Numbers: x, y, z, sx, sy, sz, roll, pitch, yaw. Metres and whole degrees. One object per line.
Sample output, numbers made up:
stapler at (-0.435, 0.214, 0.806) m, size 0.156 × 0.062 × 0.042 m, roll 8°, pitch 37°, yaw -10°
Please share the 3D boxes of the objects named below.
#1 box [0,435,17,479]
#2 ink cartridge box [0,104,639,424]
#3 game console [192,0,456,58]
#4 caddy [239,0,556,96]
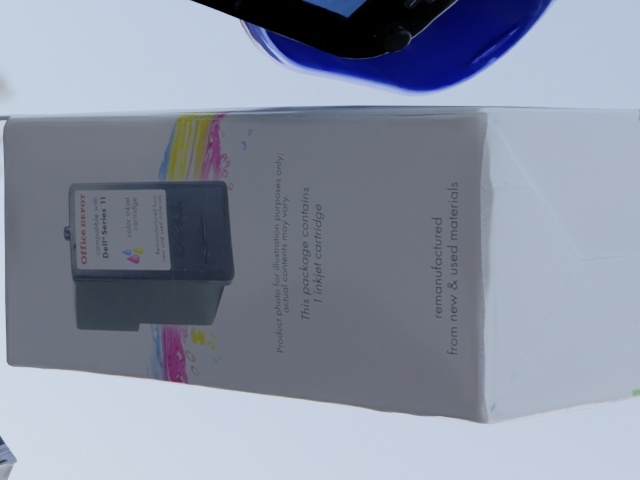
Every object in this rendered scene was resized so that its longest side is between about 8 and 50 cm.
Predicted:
box at (-0.304, 0.140, 1.143) m, size 0.242 × 0.076 × 0.307 m, roll 50°, pitch -45°, yaw 24°
ink cartridge box at (0.000, 0.000, 0.880) m, size 0.353 × 0.207 × 0.119 m, roll 3°, pitch -85°, yaw 44°
game console at (-0.043, -0.144, 0.688) m, size 0.213 × 0.361 × 0.044 m, roll -31°, pitch -117°, yaw 30°
caddy at (0.050, -0.213, 1.144) m, size 0.179 × 0.341 × 0.241 m, roll 40°, pitch -71°, yaw 29°
